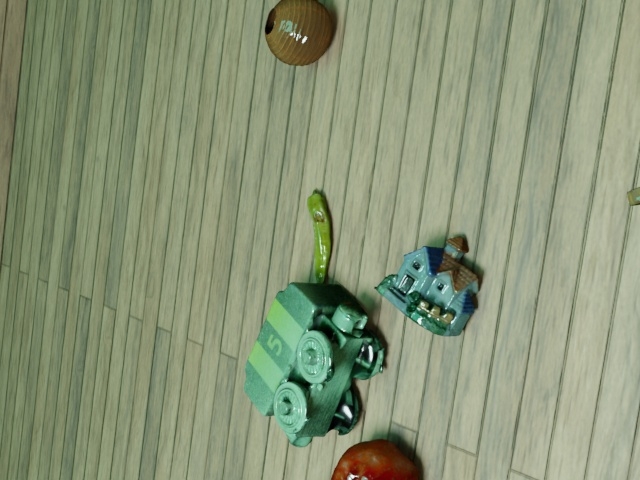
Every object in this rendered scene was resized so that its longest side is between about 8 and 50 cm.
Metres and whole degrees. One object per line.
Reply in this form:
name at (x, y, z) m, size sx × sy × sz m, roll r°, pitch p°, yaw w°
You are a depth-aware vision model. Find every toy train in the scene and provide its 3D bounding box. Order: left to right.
toy train at (-0.020, 0.225, 1.518) m, size 0.238 × 0.167 × 0.299 m, roll 43°, pitch 116°, yaw 43°

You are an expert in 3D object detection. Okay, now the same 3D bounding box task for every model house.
model house at (0.196, 0.062, 1.352) m, size 0.148 × 0.119 × 0.149 m, roll 38°, pitch 106°, yaw 38°

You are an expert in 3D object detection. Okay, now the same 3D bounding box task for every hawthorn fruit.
hawthorn fruit at (0.079, 0.423, 1.389) m, size 0.157 × 0.194 × 0.157 m, roll -3°, pitch 84°, yaw 33°

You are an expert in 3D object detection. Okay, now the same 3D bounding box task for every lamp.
lamp at (-0.041, -0.408, 1.584) m, size 0.136 × 0.136 × 0.136 m, roll -2°, pitch 87°, yaw 44°

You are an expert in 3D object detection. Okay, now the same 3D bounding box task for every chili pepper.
chili pepper at (0.000, 0.000, 1.588) m, size 0.049 × 0.043 × 0.208 m, roll -6°, pitch 84°, yaw 31°

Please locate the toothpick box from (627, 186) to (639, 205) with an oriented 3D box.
toothpick box at (0.534, 0.048, 0.980) m, size 0.187 × 0.190 × 0.308 m, roll -24°, pitch 77°, yaw 41°
